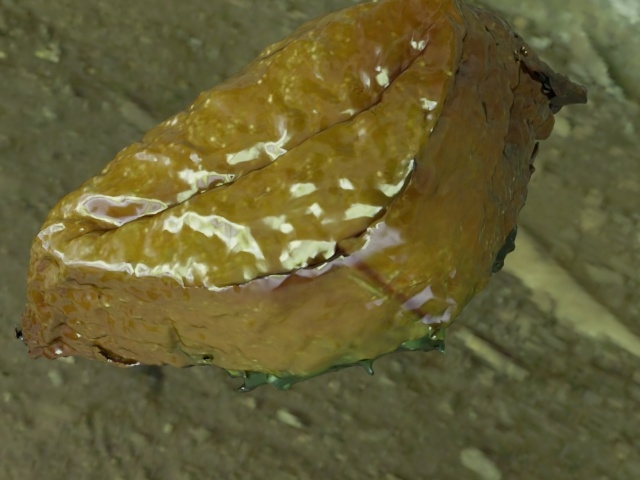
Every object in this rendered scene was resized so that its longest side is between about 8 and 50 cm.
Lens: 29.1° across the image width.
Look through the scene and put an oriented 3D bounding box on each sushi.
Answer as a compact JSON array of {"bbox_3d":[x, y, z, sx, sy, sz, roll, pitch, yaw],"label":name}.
[{"bbox_3d":[0.000,-0.001,0.542,0.149,0.287,0.140,53,-1,22],"label":"sushi"}]
